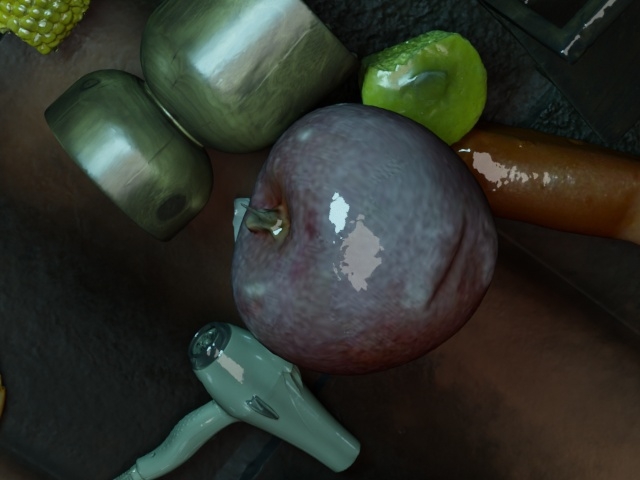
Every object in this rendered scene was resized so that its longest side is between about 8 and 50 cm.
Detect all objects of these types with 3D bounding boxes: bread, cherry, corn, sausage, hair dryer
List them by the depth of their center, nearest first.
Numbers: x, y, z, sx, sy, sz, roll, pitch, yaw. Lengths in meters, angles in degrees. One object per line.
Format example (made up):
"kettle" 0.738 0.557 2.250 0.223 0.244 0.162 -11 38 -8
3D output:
"cherry" 0.046 0.006 1.668 0.307 0.221 0.261 11 102 -43
"corn" -0.222 -0.327 1.669 0.115 0.115 0.318 28 101 -16
"bread" 0.101 -0.152 1.765 0.129 0.114 0.111 -17 109 -4
"sausage" 0.279 -0.055 1.835 0.348 0.094 0.097 11 118 -13
"hair dryer" -0.084 0.225 1.889 0.229 0.092 0.267 24 116 -21

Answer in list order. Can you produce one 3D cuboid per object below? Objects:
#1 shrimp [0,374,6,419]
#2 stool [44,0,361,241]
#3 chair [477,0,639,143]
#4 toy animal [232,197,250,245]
"shrimp" -0.393 0.140 1.814 0.133 0.053 0.236 5 109 -8
"stool" -0.113 -0.149 1.700 0.264 0.179 0.179 -41 108 6
"chair" 0.273 -0.222 1.594 0.203 0.416 0.240 -46 118 6
"toy animal" 0.000 0.000 1.823 0.181 0.131 0.127 -2 139 -1
